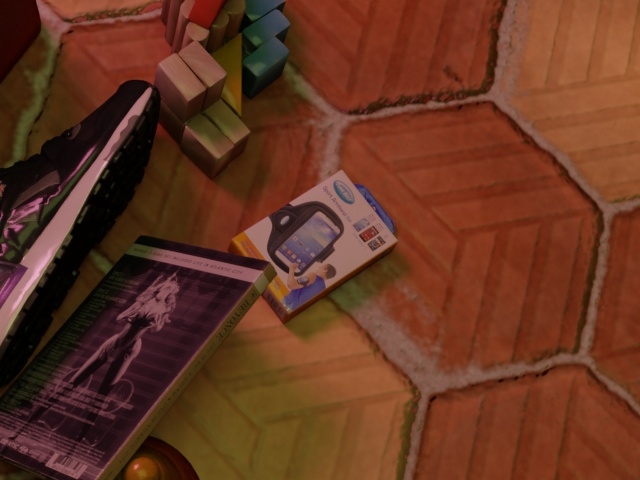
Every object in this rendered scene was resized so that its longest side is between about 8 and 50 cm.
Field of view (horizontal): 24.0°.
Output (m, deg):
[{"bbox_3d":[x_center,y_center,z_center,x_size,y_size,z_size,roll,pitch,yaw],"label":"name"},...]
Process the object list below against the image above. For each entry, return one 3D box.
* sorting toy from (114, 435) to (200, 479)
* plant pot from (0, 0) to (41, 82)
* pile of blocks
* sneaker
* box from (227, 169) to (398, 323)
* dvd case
[{"bbox_3d":[-0.028,0.245,1.106,0.365,0.126,0.127,29,65,1],"label":"sorting toy"},{"bbox_3d":[-0.391,-0.199,1.149,0.267,0.236,0.267,30,65,2],"label":"plant pot"},{"bbox_3d":[-0.079,-0.241,1.302,0.149,0.112,0.362,-1,69,-13],"label":"pile of blocks"},{"bbox_3d":[-0.234,-0.033,1.190,0.124,0.107,0.283,27,65,6],"label":"sneaker"},{"bbox_3d":[0.000,0.000,1.266,0.136,0.028,0.081,-34,78,-21],"label":"box"},{"bbox_3d":[-0.152,0.089,1.140,0.221,0.164,0.018,-52,128,-24],"label":"dvd case"}]
